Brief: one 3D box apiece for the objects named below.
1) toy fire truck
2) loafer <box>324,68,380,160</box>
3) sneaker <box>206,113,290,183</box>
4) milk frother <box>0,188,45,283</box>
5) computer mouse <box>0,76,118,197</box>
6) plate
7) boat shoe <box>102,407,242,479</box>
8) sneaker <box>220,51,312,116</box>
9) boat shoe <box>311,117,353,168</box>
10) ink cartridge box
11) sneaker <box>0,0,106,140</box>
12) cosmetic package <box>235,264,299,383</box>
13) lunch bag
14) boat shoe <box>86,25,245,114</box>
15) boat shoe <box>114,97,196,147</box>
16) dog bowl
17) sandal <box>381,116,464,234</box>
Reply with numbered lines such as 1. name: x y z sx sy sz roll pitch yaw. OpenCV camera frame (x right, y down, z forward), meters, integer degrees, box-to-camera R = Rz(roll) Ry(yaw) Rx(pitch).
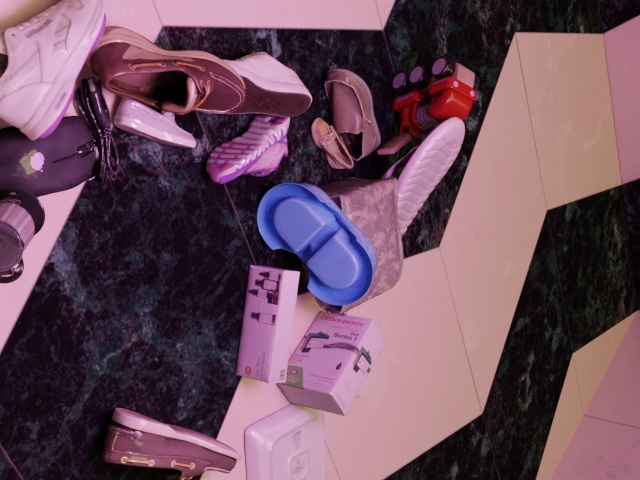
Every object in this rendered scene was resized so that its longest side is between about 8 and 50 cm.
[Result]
1. toy fire truck: 0.249 -0.305 2.313 0.159 0.217 0.246 22 71 -35
2. loafer: 0.072 -0.284 2.191 0.087 0.094 0.251 -61 140 -33
3. sneaker: -0.136 -0.167 1.937 0.236 0.095 0.104 -44 138 -42
4. milk frother: -0.482 0.015 1.442 0.134 0.129 0.143 -93 166 -68
5. computer mouse: -0.427 -0.147 1.550 0.272 0.072 0.188 -32 122 -47
6. plate: -0.065 0.517 2.200 0.277 0.045 0.277 -18 110 -51
7. boat shoe: -0.281 0.406 1.827 0.324 0.117 0.096 32 75 -48
8. sneaker: -0.158 -0.321 1.894 0.290 0.106 0.123 7 48 -43
9. boat shoe: 0.028 -0.221 2.181 0.056 0.048 0.153 -58 138 -29
10. ink cartridge box: 0.027 0.276 2.182 0.219 0.160 0.092 -58 137 -31
11. sneaker: -0.430 -0.310 1.478 0.152 0.114 0.305 30 57 -26
12. cosmetic package: -0.113 0.176 2.024 0.060 0.099 0.238 6 91 -52
13. lunch bag: 0.069 0.012 2.183 0.235 0.169 0.286 -21 109 -50
14. boat shoe: -0.256 -0.268 1.680 0.342 0.123 0.123 15 40 -50
15. boat shoe: -0.295 -0.214 1.734 0.184 0.066 0.063 16 84 -44
16. dog bowl: 0.000 0.000 2.026 0.297 0.166 0.074 47 28 4
17. sandal: 0.194 -0.133 2.293 0.169 0.102 0.416 -4 131 -57
